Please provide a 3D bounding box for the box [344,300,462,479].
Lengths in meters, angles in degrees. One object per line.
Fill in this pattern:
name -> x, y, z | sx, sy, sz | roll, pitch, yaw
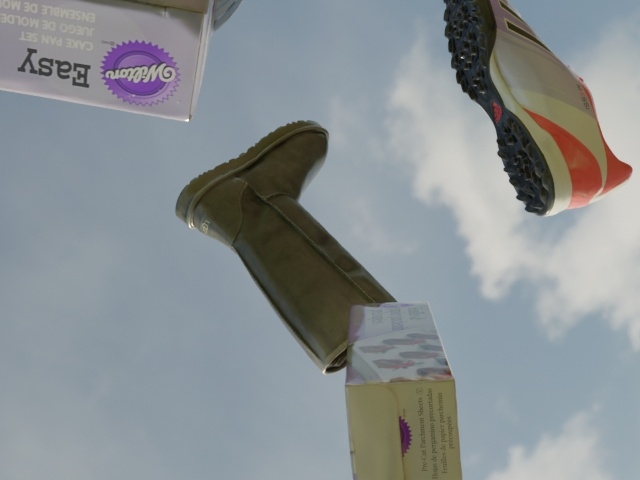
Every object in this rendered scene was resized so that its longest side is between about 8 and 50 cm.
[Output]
box -> 0.051, 0.093, 0.926 | 0.063, 0.324, 0.067 | -3, -84, 2

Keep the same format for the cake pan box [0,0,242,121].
cake pan box -> -0.163, -0.172, 0.678 | 0.266, 0.070, 0.246 | 8, -137, -5

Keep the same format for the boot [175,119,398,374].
boot -> 0.000, 0.001, 1.217 | 0.208, 0.076, 0.189 | 38, -126, 24

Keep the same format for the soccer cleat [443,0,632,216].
soccer cleat -> 0.232, -0.174, 1.553 | 0.116, 0.109, 0.318 | -13, -116, -18
